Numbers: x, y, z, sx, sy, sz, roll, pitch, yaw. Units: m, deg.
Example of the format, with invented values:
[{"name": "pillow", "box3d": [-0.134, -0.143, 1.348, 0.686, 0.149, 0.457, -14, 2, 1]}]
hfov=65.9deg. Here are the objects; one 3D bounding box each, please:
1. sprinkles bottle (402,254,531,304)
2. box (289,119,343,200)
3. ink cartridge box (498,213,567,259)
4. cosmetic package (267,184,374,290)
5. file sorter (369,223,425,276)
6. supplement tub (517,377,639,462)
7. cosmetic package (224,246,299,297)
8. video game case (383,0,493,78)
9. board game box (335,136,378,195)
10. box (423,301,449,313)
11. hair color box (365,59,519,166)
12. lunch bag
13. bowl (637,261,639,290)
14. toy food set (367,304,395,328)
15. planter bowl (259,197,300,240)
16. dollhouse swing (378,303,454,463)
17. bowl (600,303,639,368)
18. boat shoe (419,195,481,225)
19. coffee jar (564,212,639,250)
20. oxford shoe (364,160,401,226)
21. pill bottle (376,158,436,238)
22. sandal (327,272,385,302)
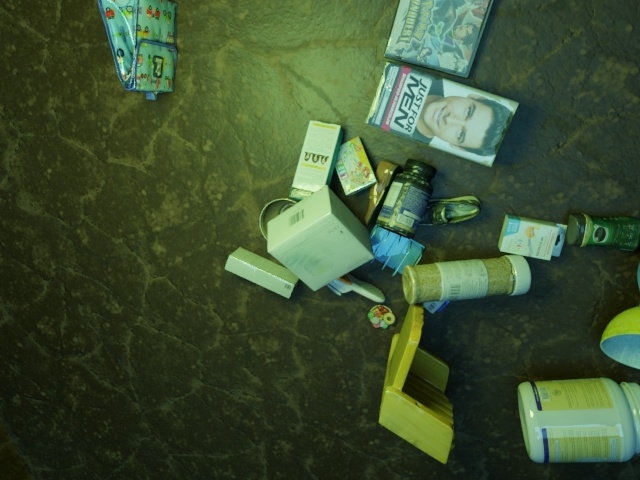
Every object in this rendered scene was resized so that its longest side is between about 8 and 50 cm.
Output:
[{"name": "sprinkles bottle", "box3d": [0.428, 0.115, 1.463, 0.356, 0.121, 0.121, -5, 106, -5]}, {"name": "box", "box3d": [-0.010, -0.233, 1.498, 0.101, 0.060, 0.244, 14, 86, 15]}, {"name": "ink cartridge box", "box3d": [0.634, -0.007, 1.465, 0.182, 0.061, 0.104, 11, 108, 9]}, {"name": "cosmetic package", "box3d": [0.000, 0.000, 1.456, 0.224, 0.138, 0.225, -32, 128, 21]}, {"name": "file sorter", "box3d": [0.222, 0.037, 1.552, 0.171, 0.104, 0.118, 30, 111, 3]}, {"name": "supplement tub", "box3d": [0.790, 0.543, 1.497, 0.332, 0.241, 0.240, -7, 104, 15]}, {"name": "cosmetic package", "box3d": [-0.192, 0.108, 1.673, 0.239, 0.099, 0.060, 24, 112, 6]}, {"name": "video game case", "box3d": [0.333, -0.619, 1.369, 0.249, 0.035, 0.274, 17, 109, 7]}, {"name": "board game box", "box3d": [0.101, -0.226, 1.513, 0.104, 0.026, 0.153, -25, 77, 18]}, {"name": "box", "box3d": [0.351, 0.175, 1.603, 0.136, 0.028, 0.081, 40, 110, 1]}, {"name": "hair color box", "box3d": [0.337, -0.362, 1.403, 0.375, 0.113, 0.185, 20, 109, 6]}, {"name": "lunch bag", "box3d": [-0.531, -0.573, 1.483, 0.138, 0.221, 0.292, 3, 107, 12]}, {"name": "bowl", "box3d": [1.010, 0.154, 1.279, 0.392, 0.391, 0.077, 28, 143, 4]}, {"name": "toy food set", "box3d": [0.204, 0.258, 1.665, 0.083, 0.020, 0.083, -38, 95, 20]}, {"name": "planter bowl", "box3d": [-0.102, -0.065, 1.594, 0.162, 0.109, 0.161, 4, 106, 12]}, {"name": "dollhouse swing", "box3d": [0.341, 0.389, 1.499, 0.315, 0.347, 0.304, 32, 110, 2]}, {"name": "bowl", "box3d": [0.964, 0.258, 1.401, 0.290, 0.289, 0.155, 19, 66, 7]}, {"name": "boat shoe", "box3d": [0.372, -0.086, 1.496, 0.224, 0.073, 0.080, -9, 104, 16]}, {"name": "coffee jar", "box3d": [0.802, -0.026, 1.410, 0.185, 0.079, 0.096, 5, 107, 9]}, {"name": "oxford shoe", "box3d": [0.178, -0.146, 1.536, 0.076, 0.076, 0.212, 31, 109, 29]}, {"name": "pill bottle", "box3d": [0.260, -0.124, 1.468, 0.123, 0.123, 0.219, 23, 92, 6]}, {"name": "sandal", "box3d": [0.082, 0.152, 1.620, 0.266, 0.102, 0.076, 30, 109, 1]}]
